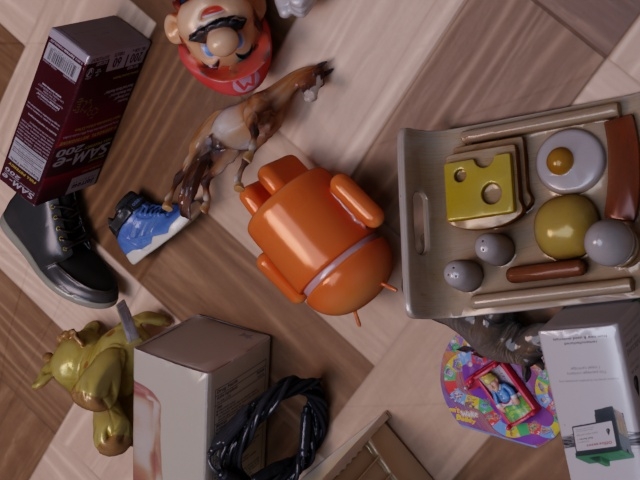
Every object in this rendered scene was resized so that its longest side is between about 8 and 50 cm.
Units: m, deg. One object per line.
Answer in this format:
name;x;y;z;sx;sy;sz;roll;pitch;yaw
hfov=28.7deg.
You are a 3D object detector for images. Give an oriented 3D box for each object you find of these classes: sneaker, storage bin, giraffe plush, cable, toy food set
sneaker;-0.229;-0.035;1.680;0.152;0.058;0.084;-33;96;41
storage bin;-0.014;0.379;1.564;0.123;0.260;0.262;49;123;4
sneaker;-0.355;-0.007;1.751;0.222;0.083;0.118;40;121;15
giraffe plush;-0.309;0.185;1.746;0.171;0.181;0.210;-3;96;40
cable;-0.052;0.254;1.615;0.184;0.150;0.047;-48;38;-6
toy food set;0.225;-0.040;1.332;0.306;0.092;0.219;-8;79;30

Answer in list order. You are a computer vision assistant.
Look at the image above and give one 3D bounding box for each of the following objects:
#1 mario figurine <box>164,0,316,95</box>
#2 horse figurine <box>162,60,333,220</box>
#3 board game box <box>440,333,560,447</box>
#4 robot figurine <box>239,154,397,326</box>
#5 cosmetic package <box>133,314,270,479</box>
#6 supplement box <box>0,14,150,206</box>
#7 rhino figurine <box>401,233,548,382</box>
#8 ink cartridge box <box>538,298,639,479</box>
mario figurine;-0.132;-0.300;1.428;0.198;0.170;0.320;5;133;32
horse figurine;-0.107;-0.118;1.542;0.066;0.174;0.263;36;142;-22
board game box;0.214;0.182;1.497;0.169;0.033;0.133;13;112;28
robot figurine;-0.001;0.001;1.514;0.158;0.128;0.219;-40;81;-1
cosmetic package;-0.162;0.269;1.682;0.129;0.153;0.296;15;111;28
supplement box;-0.325;-0.171;1.652;0.073;0.130;0.239;37;122;16
rhino figurine;0.197;0.082;1.449;0.243;0.073;0.106;35;114;20
ink cartridge box;0.322;0.171;1.352;0.093;0.160;0.219;-8;102;32
